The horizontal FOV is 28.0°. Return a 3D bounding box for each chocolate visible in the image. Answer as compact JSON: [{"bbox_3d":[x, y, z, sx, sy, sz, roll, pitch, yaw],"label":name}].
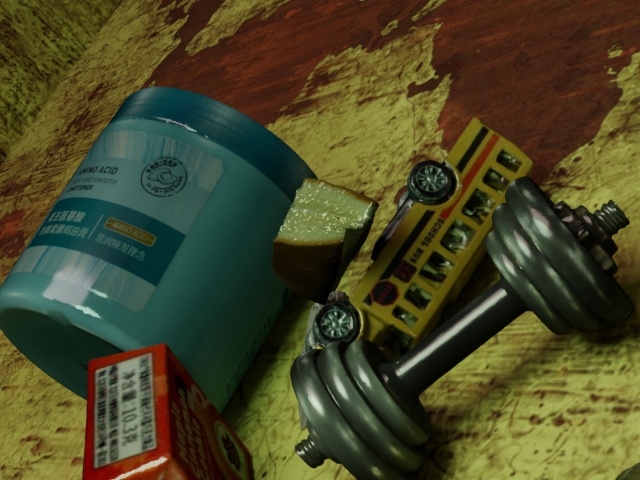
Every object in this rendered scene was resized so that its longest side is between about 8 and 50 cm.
[{"bbox_3d":[-0.162,0.259,1.423,0.108,0.235,0.237,-28,30,10],"label":"chocolate"}]

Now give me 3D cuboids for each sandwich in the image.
[{"bbox_3d":[0.000,0.000,1.464,0.094,0.096,0.258,-62,-5,-19],"label":"sandwich"}]

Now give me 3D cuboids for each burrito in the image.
[{"bbox_3d":[0.005,0.139,1.538,0.064,0.064,0.203,-27,32,31],"label":"burrito"}]

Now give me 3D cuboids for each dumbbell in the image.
[{"bbox_3d":[0.138,0.097,1.279,0.406,0.179,0.179,-39,28,10],"label":"dumbbell"}]

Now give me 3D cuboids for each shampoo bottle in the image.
[{"bbox_3d":[-0.205,0.035,1.681,0.331,0.331,0.343,-6,48,51],"label":"shampoo bottle"}]

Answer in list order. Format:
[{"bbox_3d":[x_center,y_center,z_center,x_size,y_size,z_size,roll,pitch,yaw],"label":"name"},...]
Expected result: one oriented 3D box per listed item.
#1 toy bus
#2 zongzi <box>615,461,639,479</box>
[{"bbox_3d":[0.111,0.022,1.464,0.335,0.123,0.121,-55,-7,-17],"label":"toy bus"},{"bbox_3d":[0.379,0.229,0.756,0.393,0.174,0.356,-20,26,20],"label":"zongzi"}]
